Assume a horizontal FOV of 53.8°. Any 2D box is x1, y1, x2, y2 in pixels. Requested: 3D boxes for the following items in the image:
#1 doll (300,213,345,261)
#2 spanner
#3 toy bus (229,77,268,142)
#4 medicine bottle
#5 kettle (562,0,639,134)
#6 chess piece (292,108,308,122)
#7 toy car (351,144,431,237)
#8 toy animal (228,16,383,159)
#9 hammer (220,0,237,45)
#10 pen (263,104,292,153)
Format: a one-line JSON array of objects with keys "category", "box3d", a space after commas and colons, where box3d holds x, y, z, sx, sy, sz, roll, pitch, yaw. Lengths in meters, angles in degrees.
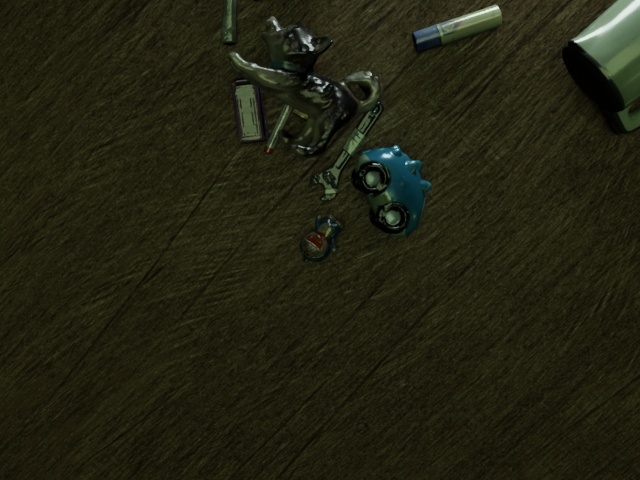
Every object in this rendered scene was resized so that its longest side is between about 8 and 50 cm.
[{"category": "doll", "box3d": [0.000, 0.000, 1.774, 0.114, 0.085, 0.152, 40, 89, 19]}, {"category": "spanner", "box3d": [0.074, -0.253, 1.760, 0.087, 0.024, 0.316, 33, 99, 2]}, {"category": "toy bus", "box3d": [-0.193, -0.355, 1.714, 0.086, 0.098, 0.178, -6, 99, 4]}, {"category": "medicine bottle", "box3d": [0.362, -0.562, 1.679, 0.231, 0.059, 0.059, -17, 98, 4]}, {"category": "kettle", "box3d": [0.858, -0.489, 1.610, 0.376, 0.250, 0.361, -39, 124, 10]}, {"category": "chess piece", "box3d": [-0.021, -0.385, 1.724, 0.066, 0.066, 0.122, 31, 93, -3]}, {"category": "toy car", "box3d": [0.199, -0.139, 1.692, 0.190, 0.188, 0.255, -26, 95, 0]}, {"category": "toy animal", "box3d": [-0.028, -0.415, 1.601, 0.302, 0.194, 0.344, -35, 102, -5]}, {"category": "hammer", "box3d": [-0.230, -0.742, 1.681, 0.152, 0.044, 0.427, 2, 100, 3]}, {"category": "pen", "box3d": [-0.102, -0.342, 1.750, 0.026, 0.026, 0.218, 25, 99, -2]}]
